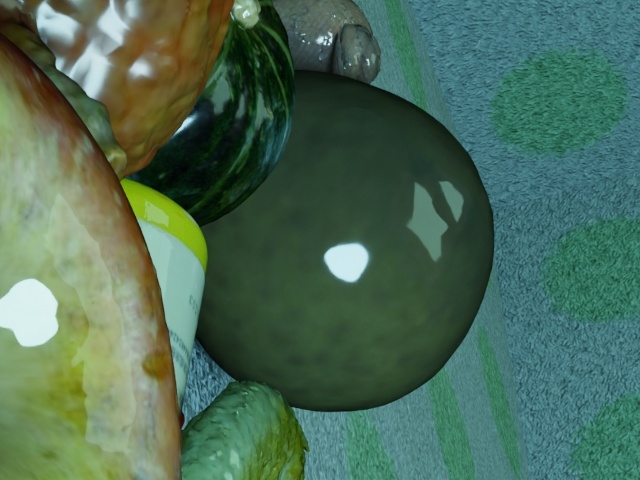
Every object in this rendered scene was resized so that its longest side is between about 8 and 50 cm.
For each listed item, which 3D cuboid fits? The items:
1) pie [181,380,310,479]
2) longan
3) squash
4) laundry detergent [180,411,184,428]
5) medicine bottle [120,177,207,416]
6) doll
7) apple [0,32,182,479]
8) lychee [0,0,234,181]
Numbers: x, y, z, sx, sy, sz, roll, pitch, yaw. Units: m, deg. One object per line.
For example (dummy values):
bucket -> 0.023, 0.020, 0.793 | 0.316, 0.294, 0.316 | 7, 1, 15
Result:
pie -> -0.062, 0.217, 0.892 | 0.323, 0.071, 0.323 | 8, 90, -80
longan -> 0.000, 0.000, 1.347 | 0.258, 0.258, 0.258 | -15, 90, -79
squash -> -0.111, -0.103, 1.065 | 0.218, 0.172, 0.218 | -13, 90, -72
laundry detergent -> -0.121, 0.072, 1.108 | 0.165, 0.049, 0.097 | 66, 21, -44
medicine bottle -> -0.128, 0.082, 0.875 | 0.122, 0.122, 0.212 | 59, 34, -56
doll -> -0.080, -0.210, 1.536 | 0.303, 0.156, 0.201 | 57, -32, 9
apple -> -0.165, 0.053, 0.517 | 0.271, 0.206, 0.251 | 70, 22, -14
lychee -> -0.155, -0.114, 0.707 | 0.255, 0.255, 0.300 | 64, 5, -45
